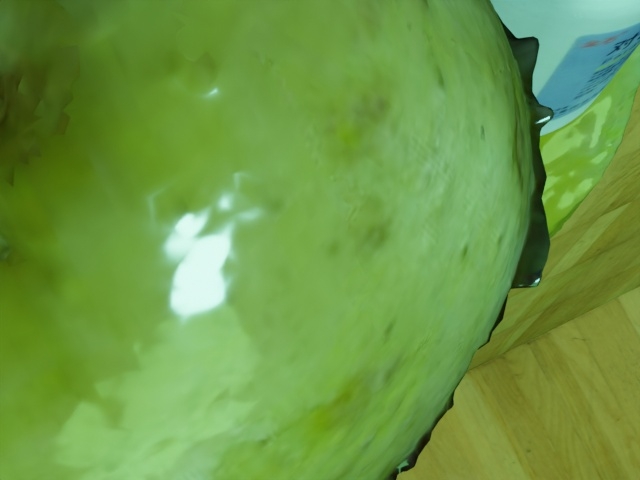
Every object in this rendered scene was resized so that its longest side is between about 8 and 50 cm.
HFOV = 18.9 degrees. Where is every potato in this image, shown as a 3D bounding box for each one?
[{"bbox_3d":[-0.067,-0.012,0.539,0.285,0.242,0.242,-32,169,1],"label":"potato"}]

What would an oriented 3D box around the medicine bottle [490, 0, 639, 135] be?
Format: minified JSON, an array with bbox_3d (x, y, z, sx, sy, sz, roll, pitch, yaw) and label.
[{"bbox_3d":[0.082,-0.111,0.692,0.103,0.102,0.186,-25,168,-15],"label":"medicine bottle"}]

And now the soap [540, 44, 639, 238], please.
[{"bbox_3d":[0.002,0.003,0.986,0.306,0.115,0.427,-24,168,-17],"label":"soap"}]
